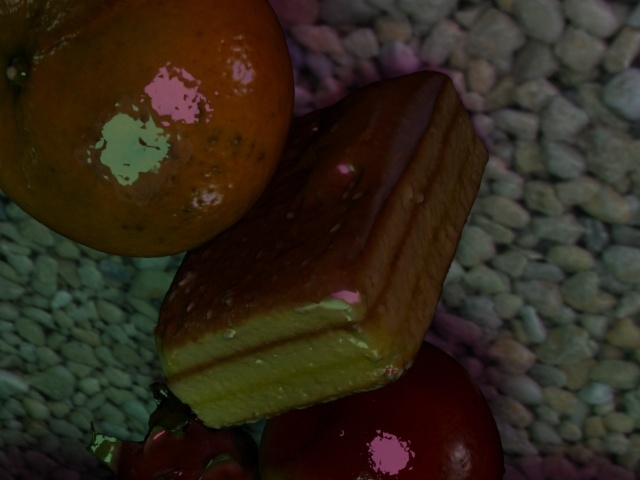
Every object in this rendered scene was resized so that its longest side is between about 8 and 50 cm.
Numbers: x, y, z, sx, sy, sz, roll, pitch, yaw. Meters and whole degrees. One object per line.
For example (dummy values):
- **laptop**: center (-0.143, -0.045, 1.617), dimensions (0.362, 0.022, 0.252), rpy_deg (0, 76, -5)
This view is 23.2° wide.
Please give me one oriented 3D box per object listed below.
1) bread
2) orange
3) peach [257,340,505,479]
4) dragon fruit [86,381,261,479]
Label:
- **bread**: center (0.000, 0.000, 1.057), dimensions (0.184, 0.234, 0.110), rpy_deg (-18, 123, 34)
- **orange**: center (-0.131, -0.103, 1.026), dimensions (0.240, 0.171, 0.240), rpy_deg (0, 90, 38)
- **peach**: center (0.054, 0.163, 1.209), dimensions (0.197, 0.197, 0.197), rpy_deg (11, 132, 12)
- **dragon fruit**: center (-0.114, 0.190, 1.276), dimensions (0.135, 0.236, 0.137), rpy_deg (-40, 138, 15)
